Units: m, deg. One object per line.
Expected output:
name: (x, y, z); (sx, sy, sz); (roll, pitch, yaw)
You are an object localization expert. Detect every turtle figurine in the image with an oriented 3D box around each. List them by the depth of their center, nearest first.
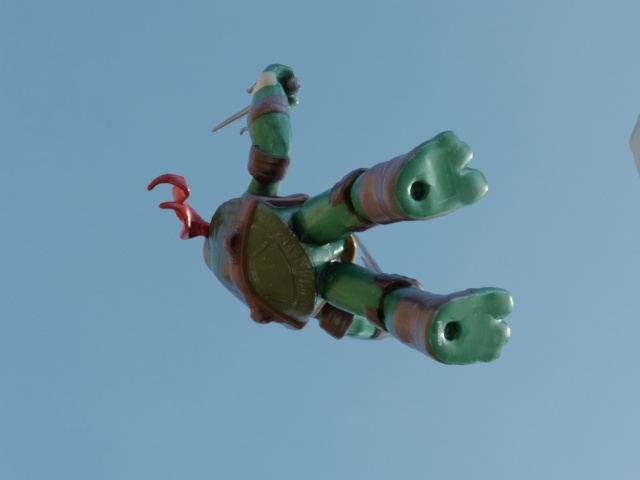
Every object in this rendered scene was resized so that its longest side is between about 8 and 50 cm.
turtle figurine: (0.000, 0.000, 0.677); (0.234, 0.118, 0.175); (9, -45, 56)

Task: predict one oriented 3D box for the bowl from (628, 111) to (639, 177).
bowl: (0.231, -0.101, 0.723); (0.053, 0.142, 0.142); (23, -38, 8)
